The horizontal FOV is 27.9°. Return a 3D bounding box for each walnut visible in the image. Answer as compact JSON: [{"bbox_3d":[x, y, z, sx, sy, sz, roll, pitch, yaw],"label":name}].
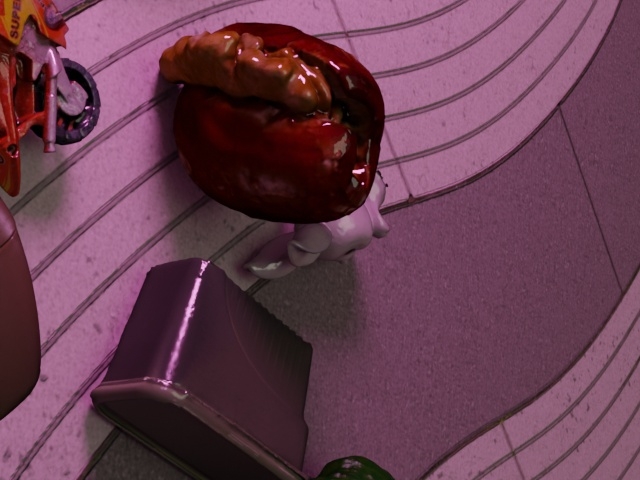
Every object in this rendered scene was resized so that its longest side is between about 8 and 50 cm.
[{"bbox_3d":[-0.051,-0.148,1.438,0.221,0.269,0.244,-52,132,-25],"label":"walnut"}]

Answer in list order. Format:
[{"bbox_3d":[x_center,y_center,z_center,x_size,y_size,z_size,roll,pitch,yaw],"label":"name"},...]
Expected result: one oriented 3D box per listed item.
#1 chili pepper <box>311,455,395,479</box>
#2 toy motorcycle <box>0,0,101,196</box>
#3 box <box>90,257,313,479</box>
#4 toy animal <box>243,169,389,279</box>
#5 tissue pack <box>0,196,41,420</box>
[{"bbox_3d":[-0.019,0.376,1.477,0.385,0.167,0.213,-29,142,-62],"label":"chili pepper"},{"bbox_3d":[-0.325,-0.202,1.233,0.171,0.089,0.298,-51,125,-40],"label":"toy motorcycle"},{"bbox_3d":[-0.110,0.158,1.435,0.274,0.138,0.178,44,49,-41],"label":"box"},{"bbox_3d":[0.003,-0.002,1.616,0.221,0.104,0.130,-53,127,-40],"label":"toy animal"},{"bbox_3d":[-0.416,0.060,0.932,0.387,0.267,0.276,-34,117,-40],"label":"tissue pack"}]
